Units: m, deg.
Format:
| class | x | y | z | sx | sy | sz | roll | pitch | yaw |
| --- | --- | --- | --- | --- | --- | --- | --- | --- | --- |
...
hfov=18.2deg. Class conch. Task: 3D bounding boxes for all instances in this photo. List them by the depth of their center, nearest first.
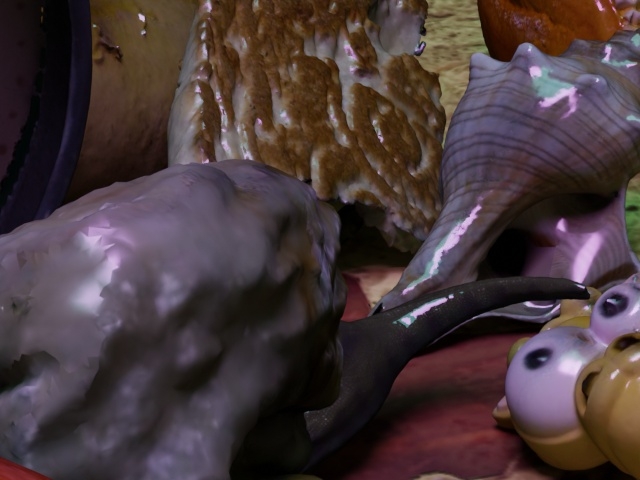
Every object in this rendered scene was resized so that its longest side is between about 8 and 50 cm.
| class | x | y | z | sx | sy | sz | roll | pitch | yaw |
| --- | --- | --- | --- | --- | --- | --- | --- | --- | --- |
| conch | 0.121 | -0.026 | 1.092 | 0.137 | 0.234 | 0.114 | 27 | 1 | -10 |

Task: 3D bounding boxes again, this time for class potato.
| class | x | y | z | sx | sy | sz | roll | pitch | yaw |
| --- | --- | --- | --- | --- | --- | --- | --- | --- | --- |
| potato | -0.179 | -0.084 | 1.095 | 0.210 | 0.173 | 0.307 | 9 | 5 | 25 |

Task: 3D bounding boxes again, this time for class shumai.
| class | x | y | z | sx | sy | sz | roll | pitch | yaw |
| --- | --- | --- | --- | --- | --- | --- | --- | --- | --- |
| shumai | -0.083 | 0.139 | 0.713 | 0.304 | 0.263 | 0.309 | -30 | -4 | 13 |

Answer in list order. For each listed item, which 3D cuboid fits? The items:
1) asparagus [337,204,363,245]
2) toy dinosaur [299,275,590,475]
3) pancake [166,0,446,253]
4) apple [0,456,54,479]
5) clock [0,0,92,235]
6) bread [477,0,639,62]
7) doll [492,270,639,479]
| class | x | y | z | sx | sy | sz | roll | pitch | yaw |
| --- | --- | --- | --- | --- | --- | --- | --- | --- | --- |
| asparagus | 0.000 | 0.000 | 1.133 | 0.024 | 0.025 | 0.248 | -35 | 7 | 40 |
| toy dinosaur | 0.022 | 0.091 | 0.934 | 0.179 | 0.087 | 0.187 | 10 | 49 | 11 |
| pancake | 0.002 | -0.066 | 1.127 | 0.054 | 0.197 | 0.376 | -35 | 4 | 32 |
| apple | -0.146 | 0.203 | 0.472 | 0.348 | 0.348 | 0.277 | 0 | 29 | 3 |
| clock | -0.273 | -0.057 | 0.782 | 0.386 | 0.386 | 0.076 | -16 | 38 | -22 |
| bread | 0.169 | -0.139 | 1.256 | 0.114 | 0.132 | 0.190 | -17 | 31 | -20 |
| doll | 0.170 | 0.098 | 0.891 | 0.117 | 0.086 | 0.291 | -38 | 35 | -2 |
